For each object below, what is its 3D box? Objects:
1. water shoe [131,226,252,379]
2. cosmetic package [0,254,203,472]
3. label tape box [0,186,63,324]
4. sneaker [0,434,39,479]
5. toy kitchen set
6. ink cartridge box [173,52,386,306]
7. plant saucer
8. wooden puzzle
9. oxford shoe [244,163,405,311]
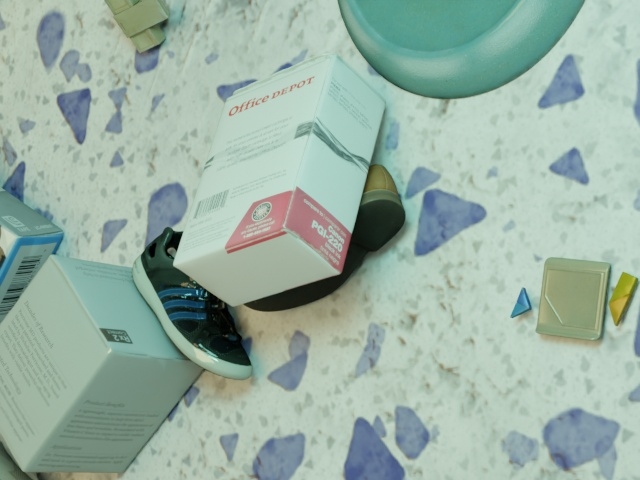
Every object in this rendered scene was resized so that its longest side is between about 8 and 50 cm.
[{"bbox_3d":[-0.130,0.063,1.781,0.203,0.073,0.080,46,110,33],"label":"water shoe"},{"bbox_3d":[-0.253,0.137,1.819,0.183,0.151,0.151,-52,56,20],"label":"cosmetic package"},{"bbox_3d":[-0.511,0.007,2.005,0.348,0.115,0.249,33,106,14],"label":"label tape box"},{"bbox_3d":[-0.345,0.307,1.900,0.271,0.108,0.100,38,106,34],"label":"sneaker"},{"bbox_3d":[-0.188,-0.273,1.903,0.068,0.075,0.083,-19,112,39],"label":"toy kitchen set"},{"bbox_3d":[-0.038,-0.060,1.653,0.158,0.092,0.218,-18,46,40],"label":"ink cartridge box"},{"bbox_3d":[0.129,-0.298,1.644,0.318,0.044,0.317,-7,79,39],"label":"plant saucer"},{"bbox_3d":[0.231,0.053,1.531,0.116,0.014,0.078,15,89,39],"label":"wooden puzzle"},{"bbox_3d":[0.000,0.000,1.699,0.212,0.076,0.076,-36,39,25],"label":"oxford shoe"}]
